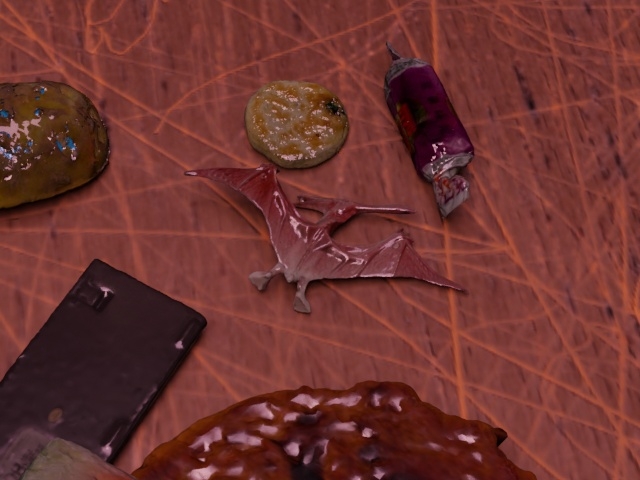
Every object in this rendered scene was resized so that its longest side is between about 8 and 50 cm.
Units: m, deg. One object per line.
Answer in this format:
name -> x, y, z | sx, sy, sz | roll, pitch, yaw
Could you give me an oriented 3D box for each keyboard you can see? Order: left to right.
keyboard -> -0.193, 0.147, 0.962 | 0.106, 0.027, 0.317 | 26, 57, 12

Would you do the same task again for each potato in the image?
potato -> -0.250, -0.081, 1.092 | 0.198, 0.054, 0.119 | 5, 46, -6

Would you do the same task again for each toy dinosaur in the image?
toy dinosaur -> 0.000, -0.001, 1.073 | 0.220, 0.032, 0.108 | 26, 53, 5

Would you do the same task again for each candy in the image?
candy -> 0.080, -0.087, 1.129 | 0.043, 0.045, 0.175 | -9, 54, -15

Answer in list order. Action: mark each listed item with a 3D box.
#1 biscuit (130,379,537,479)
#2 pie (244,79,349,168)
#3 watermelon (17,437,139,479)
biscuit -> 0.016, 0.230, 0.875 | 0.289, 0.081, 0.334 | -10, 51, -6
pie -> -0.019, -0.087, 1.143 | 0.085, 0.017, 0.085 | 2, 54, -2
watermelon -> -0.054, 0.181, 0.800 | 0.241, 0.154, 0.094 | 21, 55, 4
